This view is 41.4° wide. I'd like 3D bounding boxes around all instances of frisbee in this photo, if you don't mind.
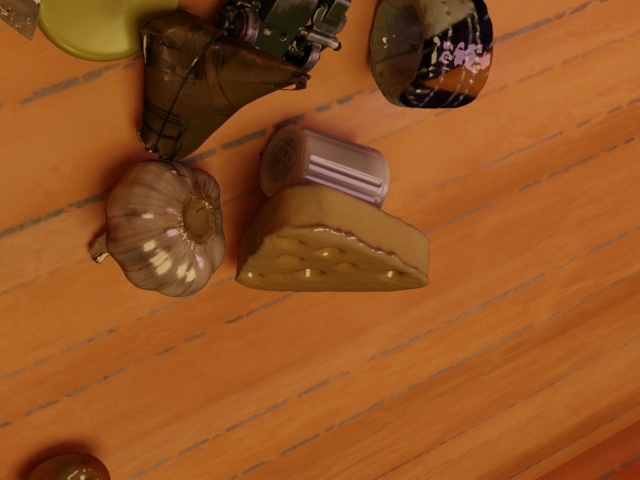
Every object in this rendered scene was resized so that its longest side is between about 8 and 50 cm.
[{"bbox_3d":[-0.319,-0.376,1.275,0.236,0.017,0.235,-19,134,-21],"label":"frisbee"}]

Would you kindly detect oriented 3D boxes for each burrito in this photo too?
[{"bbox_3d":[-0.462,-0.363,1.146,0.087,0.060,0.226,-41,134,18],"label":"burrito"}]

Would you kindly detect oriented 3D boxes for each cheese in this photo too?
[{"bbox_3d":[-0.001,0.000,1.554,0.384,0.104,0.384,3,160,1],"label":"cheese"}]

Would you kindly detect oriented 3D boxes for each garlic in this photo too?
[{"bbox_3d":[-0.307,-0.011,1.493,0.253,0.245,0.245,-15,146,29],"label":"garlic"}]

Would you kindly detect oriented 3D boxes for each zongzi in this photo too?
[{"bbox_3d":[-0.154,-0.203,1.336,0.123,0.289,0.260,-43,154,-46],"label":"zongzi"}]

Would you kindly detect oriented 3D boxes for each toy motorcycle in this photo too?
[{"bbox_3d":[-0.047,-0.388,1.380,0.205,0.127,0.275,12,125,-39],"label":"toy motorcycle"}]

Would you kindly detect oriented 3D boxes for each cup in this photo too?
[{"bbox_3d":[-0.009,-0.101,1.608,0.202,0.167,0.221,17,111,-38],"label":"cup"}]

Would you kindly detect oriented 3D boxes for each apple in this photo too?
[{"bbox_3d":[-0.538,0.537,1.785,0.183,0.182,0.155,3,152,-36],"label":"apple"}]

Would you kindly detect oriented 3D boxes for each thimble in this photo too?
[{"bbox_3d":[0.190,-0.344,1.508,0.150,0.237,0.237,-5,127,-26],"label":"thimble"}]
